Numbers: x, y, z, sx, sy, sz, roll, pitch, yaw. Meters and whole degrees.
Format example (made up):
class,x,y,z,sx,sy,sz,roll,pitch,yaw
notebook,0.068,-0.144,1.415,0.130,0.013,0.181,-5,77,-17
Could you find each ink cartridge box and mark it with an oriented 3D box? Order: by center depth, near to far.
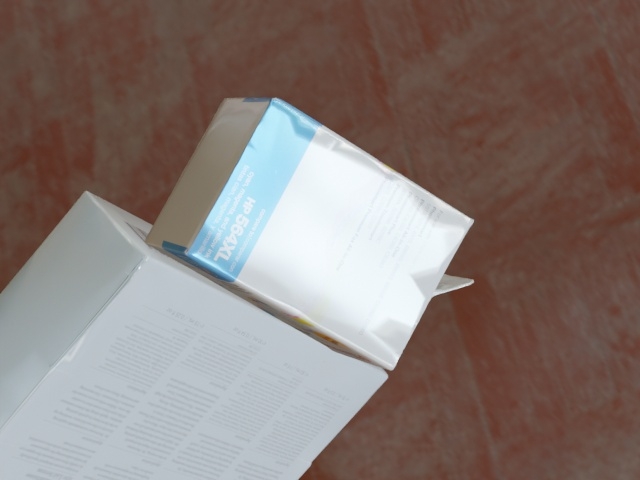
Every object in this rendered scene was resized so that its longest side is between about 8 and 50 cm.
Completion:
class,x,y,z,sx,sy,sz,roll,pitch,yaw
ink cartridge box,0.000,0.000,0.828,0.090,0.143,0.092,-61,18,-6

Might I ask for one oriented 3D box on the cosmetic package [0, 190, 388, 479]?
class,x,y,z,sx,sy,sz,roll,pitch,yaw
cosmetic package,-0.146,0.147,1.317,0.284,0.377,0.097,-51,55,5
